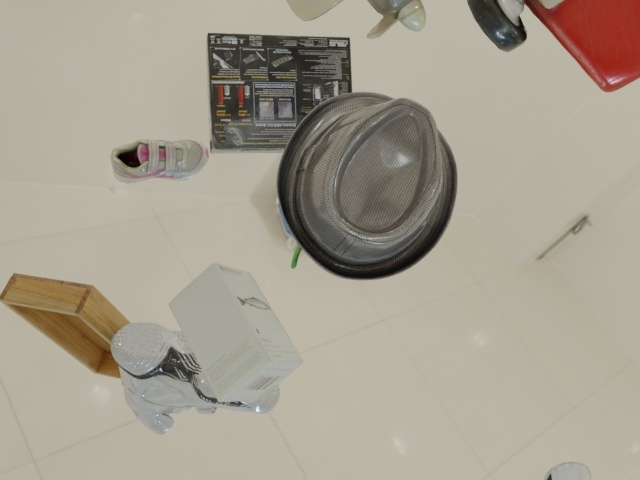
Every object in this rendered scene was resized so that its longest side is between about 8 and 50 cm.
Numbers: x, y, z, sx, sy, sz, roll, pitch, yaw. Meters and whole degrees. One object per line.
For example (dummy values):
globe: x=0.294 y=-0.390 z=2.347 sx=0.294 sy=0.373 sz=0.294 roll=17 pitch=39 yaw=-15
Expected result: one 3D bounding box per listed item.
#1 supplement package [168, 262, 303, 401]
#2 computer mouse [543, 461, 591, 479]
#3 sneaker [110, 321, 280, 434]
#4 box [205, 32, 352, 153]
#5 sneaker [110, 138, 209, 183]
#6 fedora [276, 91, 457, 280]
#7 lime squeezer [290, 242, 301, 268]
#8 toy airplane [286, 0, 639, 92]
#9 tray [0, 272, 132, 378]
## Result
supplement package: x=-0.128 y=0.139 z=0.963 sx=0.179 sy=0.105 sz=0.105 roll=55 pitch=16 yaw=25
computer mouse: x=0.327 y=0.386 z=0.863 sx=0.106 sy=0.192 sz=0.042 roll=-1 pitch=21 yaw=-3
sneaker: x=-0.264 y=0.313 z=1.345 sx=0.366 sy=0.210 sz=0.137 roll=17 pitch=37 yaw=9
box: x=-0.085 y=-0.310 z=1.364 sx=0.308 sy=0.076 sz=0.242 roll=-3 pitch=90 yaw=-12
sneaker: x=-0.406 y=-0.201 z=1.589 sx=0.252 sy=0.111 sz=0.102 roll=-11 pitch=82 yaw=-2
fedora: x=0.075 y=-0.087 z=0.814 sx=0.244 sy=0.124 sz=0.275 roll=34 pitch=75 yaw=-3
lime squeezer: x=0.000 y=0.000 z=1.410 sx=0.110 sy=0.310 sz=0.058 roll=41 pitch=61 yaw=-25
toy airplane: x=0.161 y=-0.353 z=0.557 sx=0.386 sy=0.384 sz=0.272 roll=21 pitch=22 yaw=26
tray: x=-0.516 y=0.214 z=1.461 sx=0.203 sy=0.411 sz=0.076 roll=7 pitch=58 yaw=18
